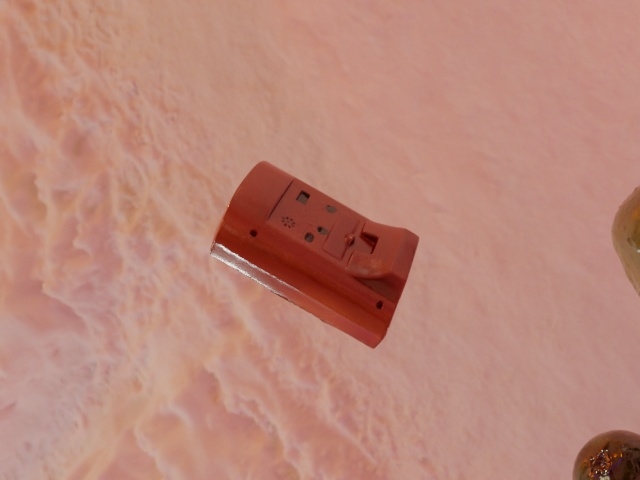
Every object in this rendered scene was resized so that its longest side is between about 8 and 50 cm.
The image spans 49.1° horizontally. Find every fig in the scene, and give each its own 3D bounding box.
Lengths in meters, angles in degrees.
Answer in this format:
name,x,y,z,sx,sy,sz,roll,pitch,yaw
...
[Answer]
name,x,y,z,sx,sy,sz,roll,pitch,yaw
fig,0.435,0.334,0.929,0.124,0.236,0.124,-44,29,32

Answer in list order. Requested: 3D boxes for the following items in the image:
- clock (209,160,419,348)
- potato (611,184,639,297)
name,x,y,z,sx,sy,sz,roll,pitch,yaw
clock,0.000,0.000,0.562,0.155,0.113,0.061,28,127,-1
potato,0.299,0.005,0.462,0.194,0.157,0.157,40,119,43
